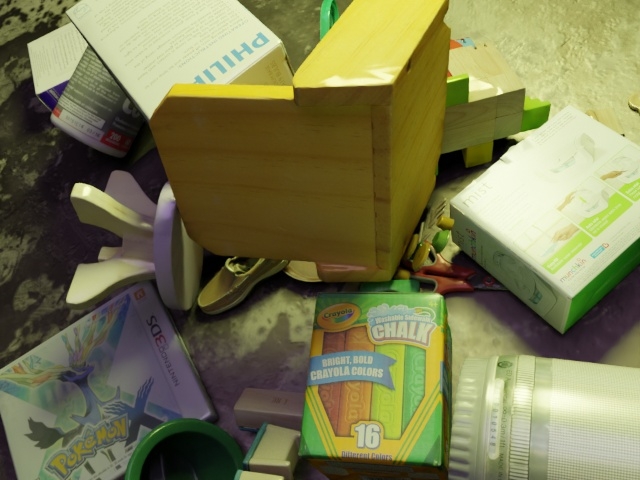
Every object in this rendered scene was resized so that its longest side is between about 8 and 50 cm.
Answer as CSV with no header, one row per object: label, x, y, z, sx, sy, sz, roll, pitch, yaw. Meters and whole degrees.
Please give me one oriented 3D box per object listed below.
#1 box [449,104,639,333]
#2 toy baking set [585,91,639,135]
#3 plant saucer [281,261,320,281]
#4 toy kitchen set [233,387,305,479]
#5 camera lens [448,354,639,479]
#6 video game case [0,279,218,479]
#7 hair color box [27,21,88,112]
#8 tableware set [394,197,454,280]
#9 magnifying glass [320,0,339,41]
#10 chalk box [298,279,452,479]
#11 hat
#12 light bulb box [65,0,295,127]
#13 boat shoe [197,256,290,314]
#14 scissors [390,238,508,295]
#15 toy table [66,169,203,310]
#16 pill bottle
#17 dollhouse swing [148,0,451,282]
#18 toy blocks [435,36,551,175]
box,0.365,-0.041,0.963,0.262,0.126,0.231,-39,57,-12
toy baking set,0.549,-0.155,1.040,0.197,0.030,0.256,-34,58,-4
plant saucer,0.000,0.000,1.118,0.168,0.029,0.168,-7,61,13
toy kitchen set,-0.079,0.346,0.931,0.122,0.166,0.207,2,26,17
camera lens,0.304,0.255,0.772,0.274,0.219,0.219,4,63,19
video game case,-0.371,0.260,1.079,0.329,0.036,0.300,-33,58,-3
hair color box,-0.471,-0.426,1.450,0.339,0.110,0.185,-26,57,3
tableware set,0.157,0.014,0.983,0.024,0.154,0.104,25,48,-9
magnifying glass,0.012,-0.380,1.302,0.026,0.092,0.231,0,72,13
chalk box,0.090,0.178,0.903,0.180,0.179,0.289,-3,61,14
hat,-0.239,0.369,0.986,0.208,0.183,0.173,26,58,-19
light bulb box,-0.189,-0.244,1.116,0.225,0.358,0.361,-39,59,-5
boat shoe,-0.141,0.053,1.088,0.190,0.072,0.068,-39,57,9
scissors,0.244,0.073,1.013,0.297,0.021,0.109,17,65,23
toy table,-0.287,0.005,1.032,0.161,0.274,0.252,8,47,0
pill bottle,-0.401,-0.324,1.292,0.161,0.161,0.283,33,96,29
dollhouse swing,-0.010,-0.149,0.926,0.305,0.346,0.315,15,52,20
toy blocks,0.165,-0.267,1.132,0.381,0.190,0.261,-15,49,-3
